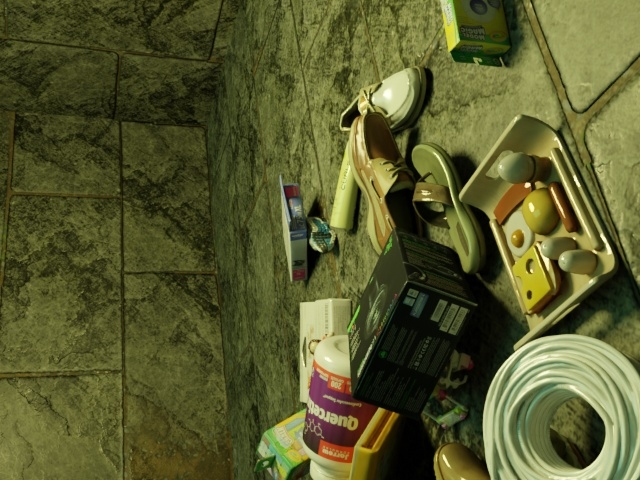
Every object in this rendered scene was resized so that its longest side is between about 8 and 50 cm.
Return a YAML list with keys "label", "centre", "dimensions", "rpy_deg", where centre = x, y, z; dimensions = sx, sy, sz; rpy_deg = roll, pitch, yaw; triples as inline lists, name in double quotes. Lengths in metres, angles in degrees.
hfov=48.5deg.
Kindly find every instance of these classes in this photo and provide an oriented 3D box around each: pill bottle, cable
- label: "pill bottle"
  centre: [0.058, 0.389, 1.608]
  dimensions: [0.181, 0.182, 0.322]
  rpy_deg: [-139, 55, -66]
- label: "cable"
  centre: [0.331, 0.254, 0.934]
  dimensions: [0.257, 0.089, 0.257]
  rpy_deg: [-32, 51, 40]

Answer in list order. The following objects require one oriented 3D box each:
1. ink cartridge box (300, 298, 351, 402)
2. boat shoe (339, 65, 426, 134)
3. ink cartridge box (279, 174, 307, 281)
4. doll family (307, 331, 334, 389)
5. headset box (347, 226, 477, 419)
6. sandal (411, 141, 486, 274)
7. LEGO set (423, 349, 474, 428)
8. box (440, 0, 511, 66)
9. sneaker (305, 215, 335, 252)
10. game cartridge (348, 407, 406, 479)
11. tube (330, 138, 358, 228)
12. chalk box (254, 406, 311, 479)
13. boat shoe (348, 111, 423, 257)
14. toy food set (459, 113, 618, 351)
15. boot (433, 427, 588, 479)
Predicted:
- label: "ink cartridge box"
  centre: [0.013, 0.313, 1.972]
  dimensions: [0.261, 0.066, 0.296]
  rpy_deg: [162, 108, -70]
- label: "boat shoe"
  centre: [0.136, -0.299, 1.606]
  dimensions: [0.302, 0.103, 0.113]
  rpy_deg: [139, 129, -65]
- label: "ink cartridge box"
  centre: [-0.080, -0.036, 2.151]
  dimensions: [0.311, 0.065, 0.185]
  rpy_deg: [87, 173, -54]
- label: "doll family"
  centre: [0.039, 0.343, 1.781]
  dimensions: [0.163, 0.118, 0.262]
  rpy_deg: [8, 103, 30]
- label: "headset box"
  centre: [0.156, 0.139, 1.314]
  dimensions: [0.283, 0.131, 0.246]
  rpy_deg: [-87, 19, -69]
- label: "sandal"
  centre: [0.222, -0.068, 1.326]
  dimensions: [0.120, 0.086, 0.302]
  rpy_deg: [79, 176, -53]
- label: "LEGO set"
  centre: [0.216, 0.299, 1.403]
  dimensions: [0.132, 0.107, 0.287]
  rpy_deg: [-58, 5, -19]
- label: "box"
  centre: [0.267, -0.388, 1.238]
  dimensions: [0.043, 0.105, 0.179]
  rpy_deg: [137, 131, -65]
- label: "sneaker"
  centre: [0.000, 0.000, 2.047]
  dimensions: [0.190, 0.072, 0.082]
  rpy_deg: [-109, 20, -63]
- label: "game cartridge"
  centre: [0.112, 0.506, 1.471]
  dimensions: [0.285, 0.053, 0.323]
  rpy_deg: [-32, -49, -66]
- label: "tube"
  centre: [0.071, -0.151, 1.856]
  dimensions: [0.070, 0.062, 0.240]
  rpy_deg: [14, 99, 29]
- label: "chalk box"
  centre: [-0.085, 0.582, 1.961]
  dimensions: [0.132, 0.213, 0.132]
  rpy_deg: [47, 140, 25]
- label: "boat shoe"
  centre: [0.155, -0.119, 1.521]
  dimensions: [0.120, 0.123, 0.323]
  rpy_deg: [-15, 89, 59]
- label: "toy food set"
  centre: [0.314, -0.010, 1.098]
  dimensions: [0.219, 0.093, 0.306]
  rpy_deg: [117, 149, -51]
- label: "boot"
  centre: [0.300, 0.369, 1.134]
  dimensions: [0.236, 0.089, 0.269]
  rpy_deg: [61, 146, 37]
